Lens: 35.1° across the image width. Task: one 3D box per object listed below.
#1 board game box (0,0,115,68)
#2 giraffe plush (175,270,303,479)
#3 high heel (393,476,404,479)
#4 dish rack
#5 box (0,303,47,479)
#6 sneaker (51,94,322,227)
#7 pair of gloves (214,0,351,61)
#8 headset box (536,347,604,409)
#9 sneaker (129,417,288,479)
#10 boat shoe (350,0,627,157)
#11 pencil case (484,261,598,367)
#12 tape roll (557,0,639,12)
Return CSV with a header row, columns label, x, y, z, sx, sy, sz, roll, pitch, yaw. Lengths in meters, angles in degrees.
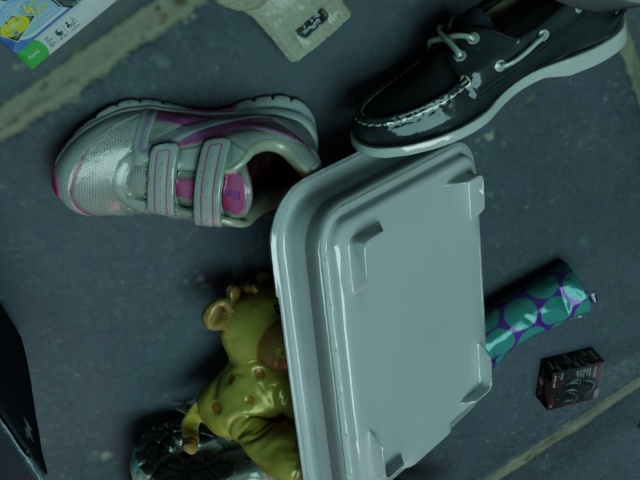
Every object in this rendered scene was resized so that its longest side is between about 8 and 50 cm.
label,x,y,z,sx,sy,sz,roll,pitch,yaw
board game box,-0.196,-0.241,0.769,0.201,0.035,0.136,-35,126,15
giraffe plush,-0.048,0.124,1.038,0.210,0.181,0.170,10,110,10
high heel,0.056,0.387,1.301,0.186,0.093,0.261,22,125,-9
dish rack,0.083,0.073,0.979,0.286,0.072,0.332,-30,122,-45
box,-0.469,0.113,0.795,0.396,0.212,0.293,-23,127,-7
sneaker,-0.108,-0.065,0.897,0.252,0.111,0.102,-12,125,-16
pair of gloves,-0.004,-0.287,0.843,0.240,0.042,0.204,-44,132,14
headset box,0.320,0.175,1.286,0.083,0.032,0.062,-9,124,-16
sneaker,-0.082,0.259,1.143,0.283,0.110,0.122,5,136,-23
boat shoe,0.152,-0.178,0.944,0.303,0.114,0.091,-31,129,-17
pencil case,0.240,0.089,1.175,0.152,0.064,0.070,-29,103,-3
tape roll,0.258,-0.310,0.869,0.219,0.072,0.219,-3,97,-23
